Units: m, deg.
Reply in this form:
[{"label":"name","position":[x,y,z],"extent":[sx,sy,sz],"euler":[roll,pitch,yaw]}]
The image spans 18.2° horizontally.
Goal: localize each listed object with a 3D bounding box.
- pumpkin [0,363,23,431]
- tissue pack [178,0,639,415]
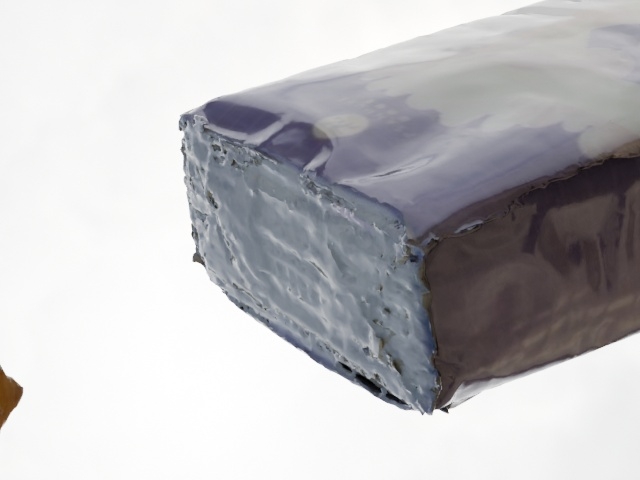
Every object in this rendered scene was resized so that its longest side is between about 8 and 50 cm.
[{"label":"pumpkin","position":[-0.317,0.258,1.606],"extent":[0.095,0.258,0.290],"euler":[15,-37,-26]},{"label":"tissue pack","position":[0.129,-0.041,1.047],"extent":[0.344,0.242,0.125],"euler":[-20,-65,-26]}]
